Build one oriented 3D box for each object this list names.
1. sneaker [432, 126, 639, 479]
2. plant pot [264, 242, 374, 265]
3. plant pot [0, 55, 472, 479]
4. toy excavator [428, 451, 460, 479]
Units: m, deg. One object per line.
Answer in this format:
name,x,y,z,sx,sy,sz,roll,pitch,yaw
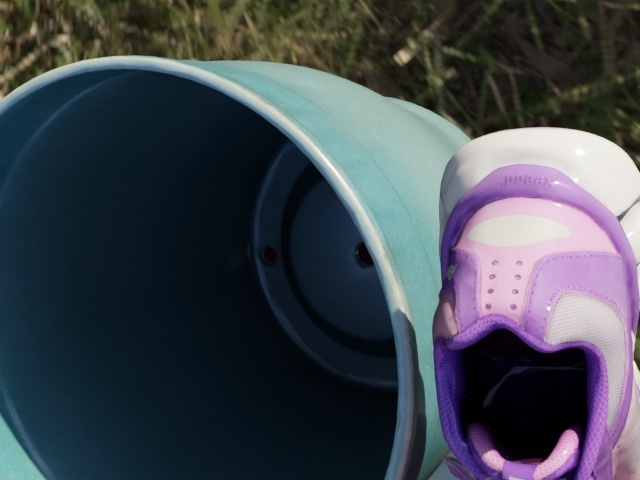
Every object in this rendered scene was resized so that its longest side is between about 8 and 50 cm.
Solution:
sneaker,0.089,0.076,0.641,0.095,0.104,0.236,-3,128,18
plant pot,0.000,0.000,1.681,0.201,0.180,0.201,0,129,0
plant pot,-0.022,0.030,0.853,0.271,0.255,0.272,6,103,27
toy excavator,0.176,0.169,1.318,0.445,0.433,0.222,46,131,19
